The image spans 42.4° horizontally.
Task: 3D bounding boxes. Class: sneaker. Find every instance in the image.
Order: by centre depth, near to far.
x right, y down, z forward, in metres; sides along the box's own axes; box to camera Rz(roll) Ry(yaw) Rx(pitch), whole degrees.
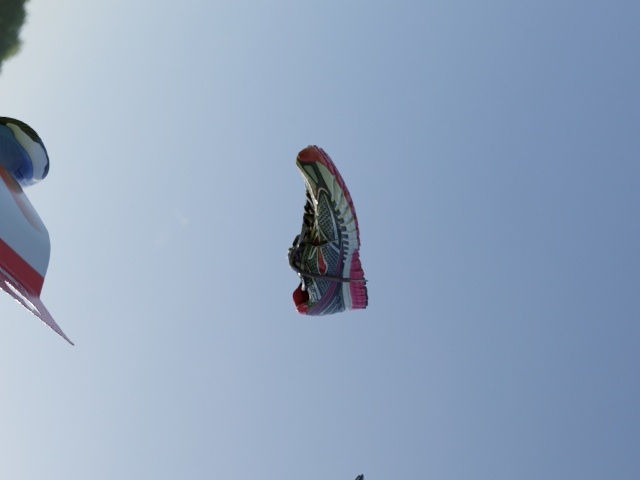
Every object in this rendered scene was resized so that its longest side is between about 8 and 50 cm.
[{"bbox_3d":[-0.352,-0.069,0.783,0.211,0.080,0.081,-1,-153,21],"label":"sneaker"},{"bbox_3d":[0.000,0.000,1.217,0.111,0.299,0.121,-13,-144,-5],"label":"sneaker"}]

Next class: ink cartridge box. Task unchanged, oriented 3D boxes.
[{"bbox_3d":[-0.252,-0.014,0.659,0.045,0.145,0.179,-38,-116,-11],"label":"ink cartridge box"}]

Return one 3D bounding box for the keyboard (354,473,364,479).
[{"bbox_3d":[0.042,0.379,0.961,0.038,0.192,0.100,7,-161,25],"label":"keyboard"}]
